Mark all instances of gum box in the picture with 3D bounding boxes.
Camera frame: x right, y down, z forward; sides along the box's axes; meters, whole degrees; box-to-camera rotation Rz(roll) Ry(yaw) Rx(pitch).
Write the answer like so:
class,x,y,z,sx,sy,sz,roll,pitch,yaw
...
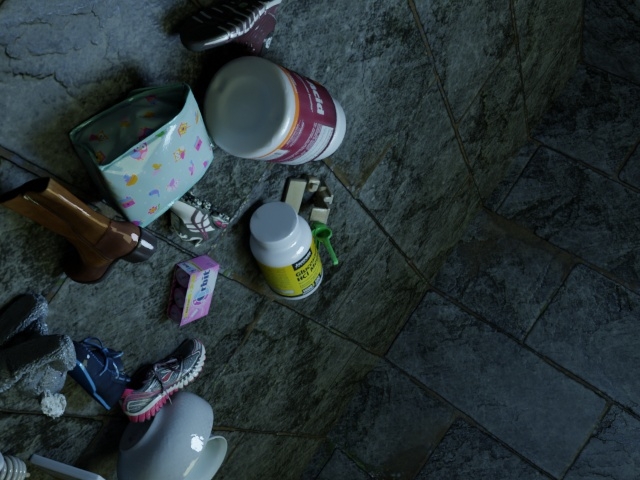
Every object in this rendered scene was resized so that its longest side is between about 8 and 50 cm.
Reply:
class,x,y,z,sx,sy,sz,roll,pitch,yaw
gum box,-0.358,0.143,1.884,0.107,0.062,0.188,-22,138,-49

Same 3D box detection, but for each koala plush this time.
class,x,y,z,sx,sy,sz,roll,pitch,yaw
koala plush,-0.623,0.270,1.452,0.203,0.196,0.221,-33,148,-19

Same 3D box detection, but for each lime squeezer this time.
class,x,y,z,sx,sy,sz,roll,pitch,yaw
lime squeezer,0.000,0.000,2.078,0.310,0.059,0.110,-152,-114,-77

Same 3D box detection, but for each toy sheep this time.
class,x,y,z,sx,sy,sz,roll,pitch,yaw
toy sheep,-0.764,0.566,1.640,0.091,0.091,0.132,-57,149,0

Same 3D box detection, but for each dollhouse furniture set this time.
class,x,y,z,sx,sy,sz,roll,pitch,yaw
dollhouse furniture set,-0.052,-0.149,2.124,0.151,0.123,0.144,3,123,-21

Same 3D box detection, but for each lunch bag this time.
class,x,y,z,sx,sy,sz,roll,pitch,yaw
lunch bag,-0.352,-0.189,1.417,0.262,0.160,0.223,-40,149,-19

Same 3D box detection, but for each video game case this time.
class,x,y,z,sx,sy,sz,roll,pitch,yaw
video game case,-0.638,0.660,1.834,0.285,0.204,0.025,80,26,-55

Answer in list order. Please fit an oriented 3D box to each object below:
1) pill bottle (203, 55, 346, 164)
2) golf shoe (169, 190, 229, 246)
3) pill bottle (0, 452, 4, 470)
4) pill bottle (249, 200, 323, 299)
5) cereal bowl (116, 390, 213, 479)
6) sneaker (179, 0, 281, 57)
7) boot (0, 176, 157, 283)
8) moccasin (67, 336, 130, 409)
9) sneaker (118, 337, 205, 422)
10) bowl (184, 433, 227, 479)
class,x,y,z,sx,sy,sz,roll,pitch,yaw
pill bottle,-0.091,-0.300,1.643,0.224,0.224,0.392,-63,162,13
golf shoe,-0.328,-0.057,1.673,0.120,0.105,0.273,-49,153,0
pill bottle,-0.824,0.554,1.443,0.272,0.152,0.152,-55,154,-6
pill bottle,-0.107,0.031,2.047,0.188,0.188,0.334,-48,153,-17
cereal bowl,-0.473,0.575,1.954,0.141,0.339,0.339,44,77,-23
sneaker,-0.185,-0.438,1.487,0.281,0.106,0.162,-40,153,-32
boot,-0.518,-0.010,1.358,0.280,0.264,0.096,34,55,-45
moccasin,-0.559,0.311,1.686,0.117,0.138,0.342,-49,167,-25
sneaker,-0.451,0.386,1.951,0.299,0.121,0.112,-46,122,-38
bowl,-0.470,0.752,2.298,0.298,0.134,0.298,-41,151,-30
